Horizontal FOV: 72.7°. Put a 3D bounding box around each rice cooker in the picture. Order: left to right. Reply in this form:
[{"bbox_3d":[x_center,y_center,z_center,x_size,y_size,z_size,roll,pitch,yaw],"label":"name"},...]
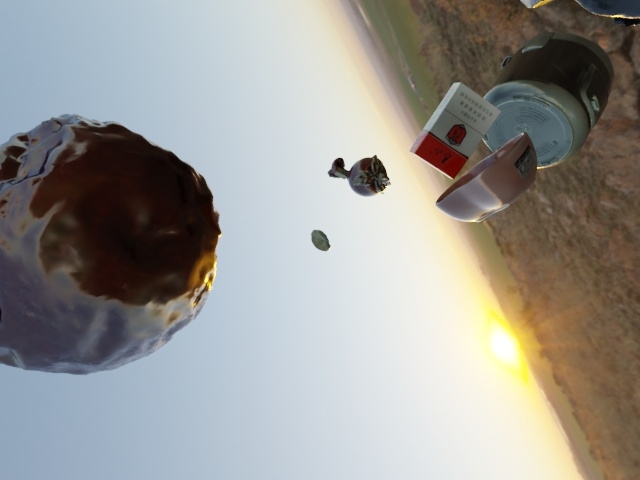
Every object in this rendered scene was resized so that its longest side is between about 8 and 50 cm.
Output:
[{"bbox_3d":[0.678,-0.419,1.307,0.335,0.325,0.335,32,158,15],"label":"rice cooker"}]

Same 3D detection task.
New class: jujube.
[{"bbox_3d":[-0.280,0.011,0.509,0.276,0.376,0.277,4,-97,-34],"label":"jujube"}]

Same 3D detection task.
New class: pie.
[{"bbox_3d":[0.000,0.000,1.416,0.020,0.084,0.085,-40,-74,-33],"label":"pie"}]

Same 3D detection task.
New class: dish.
[{"bbox_3d":[0.338,-0.108,0.859,0.090,0.213,0.213,50,-164,1],"label":"dish"}]

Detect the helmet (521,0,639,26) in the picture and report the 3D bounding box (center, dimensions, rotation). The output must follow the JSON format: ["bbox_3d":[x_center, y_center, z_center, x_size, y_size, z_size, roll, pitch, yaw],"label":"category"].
[{"bbox_3d":[0.353,-0.337,0.483,0.154,0.198,0.254,81,176,-46],"label":"helmet"}]

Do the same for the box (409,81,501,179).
[{"bbox_3d":[0.256,-0.209,0.835,0.100,0.152,0.048,30,-168,-10],"label":"box"}]

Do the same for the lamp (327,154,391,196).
[{"bbox_3d":[0.154,-0.240,1.666,0.215,0.223,0.151,29,-120,-24],"label":"lamp"}]
